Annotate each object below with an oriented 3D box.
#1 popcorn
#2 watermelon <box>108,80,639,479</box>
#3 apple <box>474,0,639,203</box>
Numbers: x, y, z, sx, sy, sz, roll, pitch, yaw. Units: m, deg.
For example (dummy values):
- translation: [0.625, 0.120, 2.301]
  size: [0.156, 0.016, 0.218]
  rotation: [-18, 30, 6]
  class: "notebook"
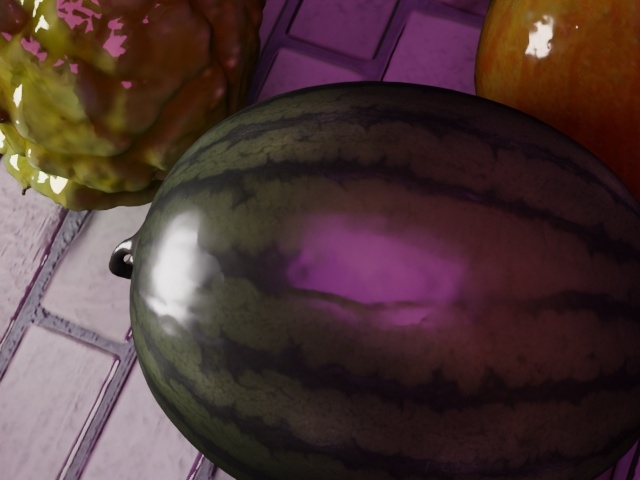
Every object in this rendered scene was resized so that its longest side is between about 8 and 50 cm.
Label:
- translation: [-0.169, -0.161, 0.729]
  size: [0.247, 0.282, 0.282]
  rotation: [-20, 70, -18]
  class: "popcorn"
- translation: [0.035, 0.038, 0.594]
  size: [0.359, 0.279, 0.279]
  rotation: [12, 73, 1]
  class: "watermelon"
- translation: [0.258, -0.144, 0.678]
  size: [0.301, 0.301, 0.302]
  rotation: [-2, 71, 5]
  class: "apple"
